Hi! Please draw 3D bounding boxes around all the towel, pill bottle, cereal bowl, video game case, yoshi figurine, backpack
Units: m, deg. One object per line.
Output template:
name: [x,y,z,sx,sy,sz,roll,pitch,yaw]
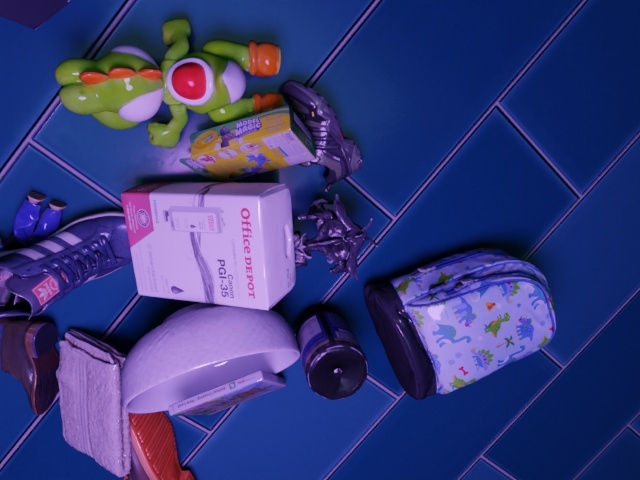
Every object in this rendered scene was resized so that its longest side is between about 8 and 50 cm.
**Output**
towel: [-0.461,0.332,0.927,0.187,0.049,0.282,13,107,29]
pill bottle: [0.014,0.219,0.952,0.122,0.219,0.123,-3,107,-10]
cereal bowl: [-0.217,0.212,0.888,0.338,0.339,0.141,-19,66,-5]
video game case: [-0.185,0.327,0.962,0.193,0.212,0.023,-21,67,0]
yoshi figurine: [-0.260,-0.271,0.808,0.362,0.204,0.203,-8,149,-23]
backpack: [0.322,0.165,1.002,0.355,0.273,0.290,-24,103,-16]

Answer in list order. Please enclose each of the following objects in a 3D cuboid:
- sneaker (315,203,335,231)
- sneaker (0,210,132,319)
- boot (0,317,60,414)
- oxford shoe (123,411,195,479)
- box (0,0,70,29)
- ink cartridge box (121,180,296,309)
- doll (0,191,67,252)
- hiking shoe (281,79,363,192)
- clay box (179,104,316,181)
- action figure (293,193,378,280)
sneaker: [0.008,-0.028,0.979,0.043,0.040,0.109,8,100,2]
sneaker: [-0.472,0.059,0.816,0.350,0.148,0.131,-24,123,-17]
boot: [-0.602,0.252,0.931,0.106,0.082,0.219,13,109,8]
oxford shoe: [-0.391,0.506,1.010,0.132,0.130,0.364,-15,102,9]
box: [-0.489,-0.425,0.640,0.103,0.261,0.184,-40,109,2]
ink cartridge box: [-0.201,0.000,0.837,0.282,0.117,0.207,3,107,20]
doll: [-0.551,0.008,0.869,0.129,0.046,0.189,24,101,-25]
hiking shoe: [-0.014,-0.203,0.893,0.114,0.086,0.227,-41,110,-1]
clay box: [-0.133,-0.168,0.829,0.221,0.127,0.053,-10,73,17]
action figure: [0.000,0.000,0.896,0.275,0.141,0.164,-11,98,30]
